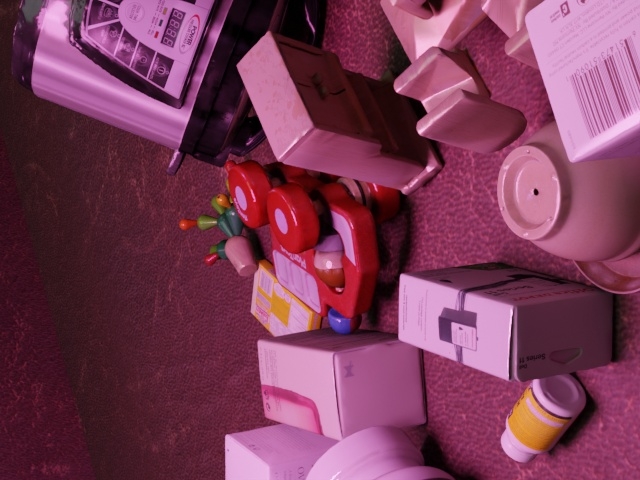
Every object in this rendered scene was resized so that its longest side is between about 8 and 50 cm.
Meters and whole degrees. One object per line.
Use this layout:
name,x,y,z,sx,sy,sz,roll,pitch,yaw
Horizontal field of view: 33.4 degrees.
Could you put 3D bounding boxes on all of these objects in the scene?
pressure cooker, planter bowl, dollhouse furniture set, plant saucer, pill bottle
pressure cooker,-0.214,-0.334,1.631,0.370,0.420,0.376,124,165,-57
planter bowl,0.253,-0.052,1.097,0.162,0.109,0.162,20,113,57
dollhouse furniture set,0.134,-0.251,1.288,0.394,0.256,0.362,-41,59,31
plant saucer,0.320,-0.029,1.124,0.168,0.029,0.169,18,111,59
pill bottle,0.131,0.423,1.359,0.363,0.210,0.210,54,139,42
pill bottle,0.256,0.208,1.244,0.065,0.065,0.116,60,143,35

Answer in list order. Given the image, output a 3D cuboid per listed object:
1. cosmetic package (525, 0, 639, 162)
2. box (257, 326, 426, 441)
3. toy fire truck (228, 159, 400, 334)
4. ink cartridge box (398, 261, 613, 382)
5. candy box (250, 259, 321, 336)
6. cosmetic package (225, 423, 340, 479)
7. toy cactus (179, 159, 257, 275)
cosmetic package,0.314,-0.170,0.949,0.151,0.183,0.152,-34,68,57
box,0.027,0.204,1.558,0.232,0.148,0.127,1,96,61
toy fire truck,0.000,0.000,1.569,0.302,0.169,0.254,32,138,54
ink cartridge box,0.208,0.088,1.217,0.208,0.153,0.087,16,108,57
candy box,-0.061,0.121,1.817,0.206,0.027,0.105,40,131,51
cosmetic package,-0.013,0.393,1.587,0.138,0.224,0.224,19,112,55
toy cactus,-0.166,-0.017,1.894,0.219,0.112,0.181,-60,44,39
